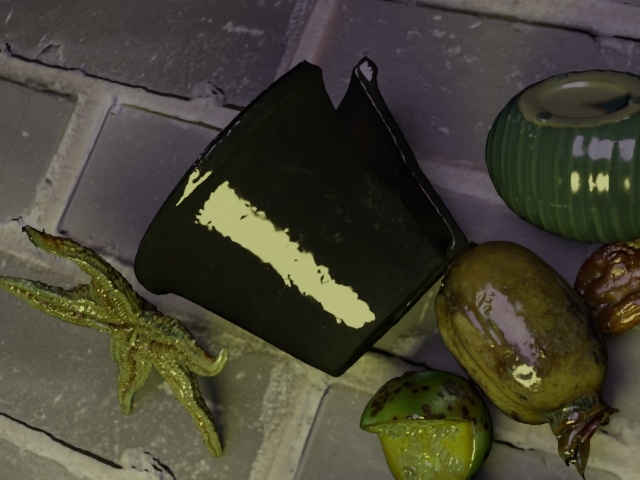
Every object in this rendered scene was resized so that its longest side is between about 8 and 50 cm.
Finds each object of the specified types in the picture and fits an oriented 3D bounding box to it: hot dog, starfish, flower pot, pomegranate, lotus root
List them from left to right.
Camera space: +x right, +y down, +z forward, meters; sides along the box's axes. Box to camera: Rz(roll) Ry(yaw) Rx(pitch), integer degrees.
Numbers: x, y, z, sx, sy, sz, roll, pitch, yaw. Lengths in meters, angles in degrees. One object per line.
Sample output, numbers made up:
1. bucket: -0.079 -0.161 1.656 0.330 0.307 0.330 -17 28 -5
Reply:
1. starfish: -0.233 0.114 1.317 0.347 0.358 0.078 32 61 0
2. flower pot: 0.000 0.000 1.264 0.251 0.379 0.379 44 94 8
3. pomegranate: 0.132 0.216 1.225 0.169 0.122 0.143 47 130 -4
4. lotus root: 0.231 0.121 1.194 0.154 0.154 0.278 -38 70 9
5. flower pot: 0.298 -0.094 1.207 0.243 0.157 0.189 6 47 32
6. hot dog: 0.346 0.044 1.212 0.147 0.065 0.099 -29 54 16
